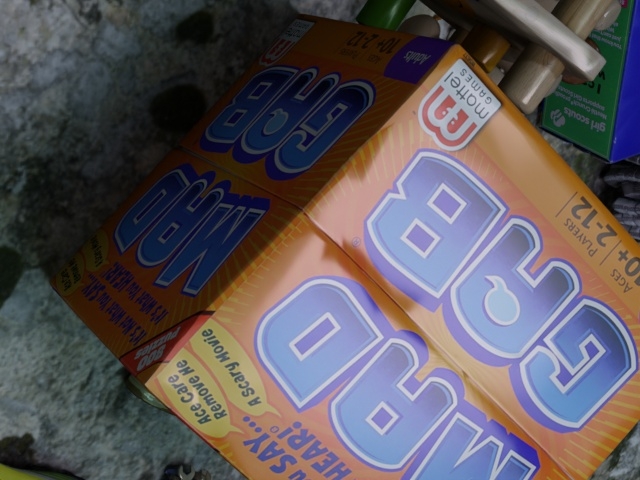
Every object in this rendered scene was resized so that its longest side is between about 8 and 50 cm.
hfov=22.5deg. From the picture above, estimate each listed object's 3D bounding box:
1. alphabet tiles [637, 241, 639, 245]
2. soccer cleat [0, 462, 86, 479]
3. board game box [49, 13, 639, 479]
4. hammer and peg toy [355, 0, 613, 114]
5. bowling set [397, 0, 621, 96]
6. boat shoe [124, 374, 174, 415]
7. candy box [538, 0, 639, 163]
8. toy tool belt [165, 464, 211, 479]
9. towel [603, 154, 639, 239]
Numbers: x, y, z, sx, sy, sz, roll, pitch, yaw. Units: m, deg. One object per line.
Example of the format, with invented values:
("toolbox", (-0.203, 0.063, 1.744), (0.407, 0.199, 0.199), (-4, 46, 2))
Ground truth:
("alphabet tiles", (0.397, 0.068, 1.986), (0.198, 0.009, 0.237), (-16, 145, -16))
("soccer cleat", (-0.306, 0.258, 1.498), (0.289, 0.121, 0.093), (14, 106, -44))
("board game box", (0.039, 0.057, 1.421), (0.356, 0.356, 0.356), (-47, 113, -6))
("hammer and peg toy", (0.059, -0.255, 1.346), (0.361, 0.266, 0.127), (36, 91, -19))
("bowling set", (0.202, -0.232, 1.639), (0.287, 0.154, 0.200), (-46, 154, -10))
("boat shoe", (-0.128, 0.155, 1.633), (0.152, 0.056, 0.049), (25, 103, -46))
("candy box", (0.391, -0.271, 1.763), (0.268, 0.122, 0.317), (-18, 125, -33))
("toy tool belt", (-0.144, 0.258, 1.697), (0.083, 0.052, 0.051), (39, 57, -49))
("towel", (0.497, -0.083, 1.870), (0.235, 0.284, 0.121), (-20, 106, -35))
